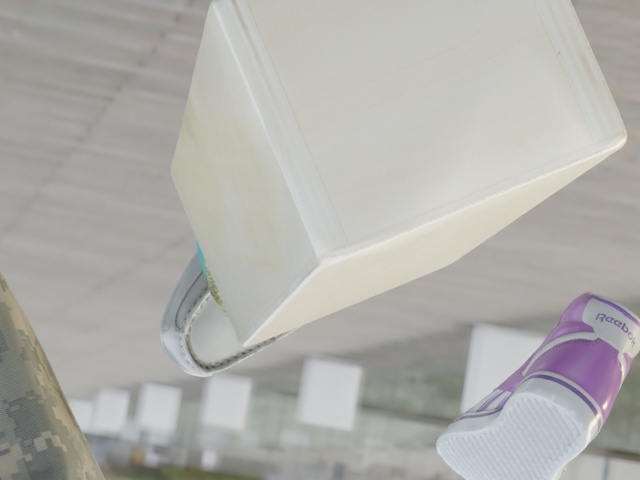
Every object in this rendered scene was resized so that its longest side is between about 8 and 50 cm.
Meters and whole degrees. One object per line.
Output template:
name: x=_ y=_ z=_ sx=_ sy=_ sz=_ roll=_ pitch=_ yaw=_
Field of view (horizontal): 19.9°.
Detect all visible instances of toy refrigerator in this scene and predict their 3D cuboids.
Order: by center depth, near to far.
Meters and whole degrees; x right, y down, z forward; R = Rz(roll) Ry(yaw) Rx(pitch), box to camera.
toy refrigerator: x=0.011 y=-0.033 z=0.657 sx=0.102 sy=0.094 sz=0.269 roll=-22 pitch=175 yaw=-9

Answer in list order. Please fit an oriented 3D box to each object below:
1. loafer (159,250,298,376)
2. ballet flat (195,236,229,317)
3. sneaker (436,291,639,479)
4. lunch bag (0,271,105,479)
loafer: x=0.000 y=0.000 z=1.549 sx=0.112 sy=0.319 sz=0.111 roll=52 pitch=169 yaw=-32
ballet flat: x=0.024 y=-0.123 z=0.851 sx=0.123 sy=0.349 sz=0.123 roll=11 pitch=180 yaw=0
sneaker: x=0.211 y=0.137 z=1.649 sx=0.102 sy=0.161 sz=0.282 roll=38 pitch=153 yaw=-4
lunch bag: x=-0.192 y=0.170 z=0.972 sx=0.169 sy=0.235 sz=0.287 roll=-22 pitch=160 yaw=-11
